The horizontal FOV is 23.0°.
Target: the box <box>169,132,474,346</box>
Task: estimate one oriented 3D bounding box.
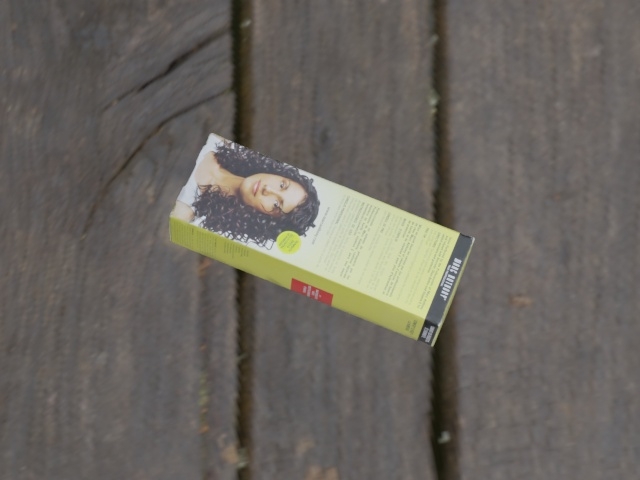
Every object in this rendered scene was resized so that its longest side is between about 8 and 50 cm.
[{"bbox_3d":[0.000,0.000,1.267,0.232,0.058,0.087,21,66,4],"label":"box"}]
